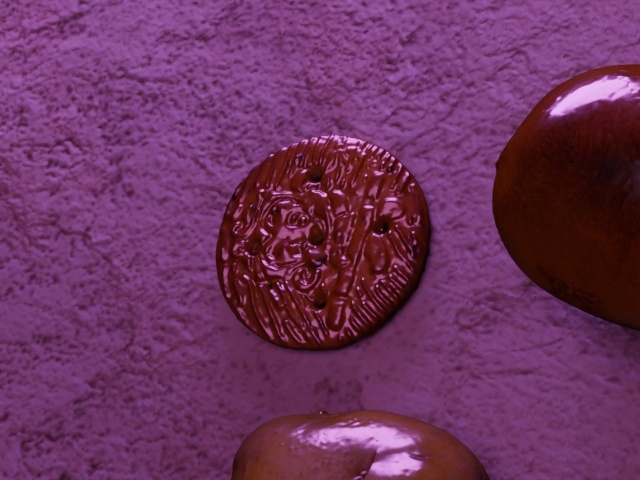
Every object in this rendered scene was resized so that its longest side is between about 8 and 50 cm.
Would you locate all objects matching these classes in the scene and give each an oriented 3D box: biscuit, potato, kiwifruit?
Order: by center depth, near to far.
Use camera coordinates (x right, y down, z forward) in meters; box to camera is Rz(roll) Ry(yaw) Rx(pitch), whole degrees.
[{"bbox_3d":[0.236,-0.031,1.417,0.234,0.196,0.196,13,76,28],"label":"kiwifruit"},{"bbox_3d":[0.026,0.198,1.441,0.200,0.137,0.154,7,72,26],"label":"potato"},{"bbox_3d":[-0.001,-0.001,1.591,0.188,0.027,0.187,-8,67,20],"label":"biscuit"}]
